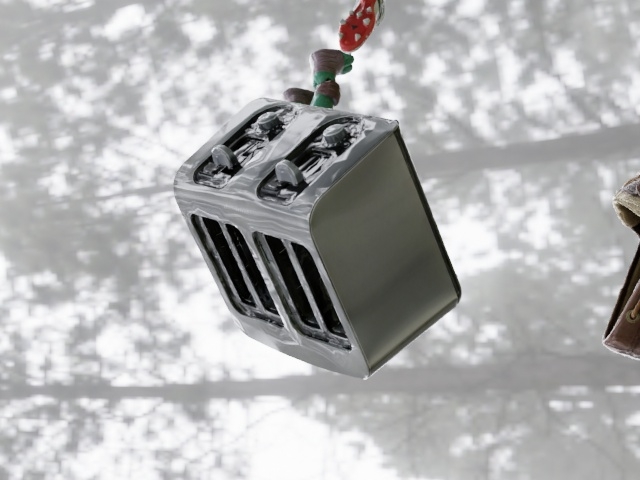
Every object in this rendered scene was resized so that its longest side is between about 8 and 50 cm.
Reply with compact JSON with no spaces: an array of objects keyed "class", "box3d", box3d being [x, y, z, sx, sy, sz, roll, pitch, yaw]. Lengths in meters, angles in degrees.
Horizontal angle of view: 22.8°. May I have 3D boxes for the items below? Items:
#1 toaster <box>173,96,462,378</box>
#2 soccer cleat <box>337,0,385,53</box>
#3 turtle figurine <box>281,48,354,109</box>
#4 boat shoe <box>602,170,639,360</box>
[{"class":"toaster","box3d":[0.000,0.000,1.146,0.110,0.168,0.185,-39,-57,-26]},{"class":"soccer cleat","box3d":[0.036,-0.177,1.265,0.035,0.029,0.083,62,-142,-50]},{"class":"turtle figurine","box3d":[0.005,-0.103,1.838,0.118,0.175,0.234,30,-139,-39]},{"class":"boat shoe","box3d":[0.369,-0.034,1.671,0.123,0.123,0.342,15,-101,-2]}]
